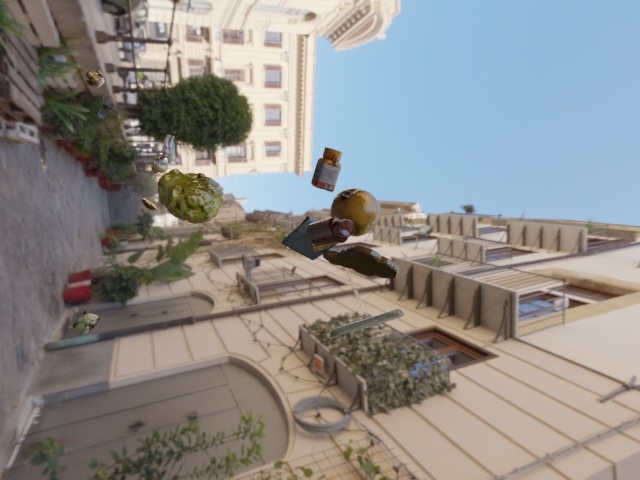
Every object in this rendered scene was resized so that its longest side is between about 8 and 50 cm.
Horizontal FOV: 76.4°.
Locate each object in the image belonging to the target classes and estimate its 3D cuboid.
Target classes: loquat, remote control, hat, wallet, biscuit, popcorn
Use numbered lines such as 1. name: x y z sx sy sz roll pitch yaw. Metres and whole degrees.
1. loquat: 0.140 -0.117 1.656 0.208 0.208 0.207 173 -90 -67
2. remote control: 0.182 0.326 1.601 0.090 0.310 0.038 122 -47 -69
3. hat: -0.861 0.300 1.488 0.077 0.059 0.076 -51 -175 9
4. wallet: -0.054 -0.006 2.390 0.290 0.251 0.054 -36 -149 40
5. biscuit: 0.156 0.080 1.623 0.320 0.047 0.183 3 -38 35
6. popcorn: -0.474 -0.155 1.483 0.266 0.233 0.192 42 -58 58

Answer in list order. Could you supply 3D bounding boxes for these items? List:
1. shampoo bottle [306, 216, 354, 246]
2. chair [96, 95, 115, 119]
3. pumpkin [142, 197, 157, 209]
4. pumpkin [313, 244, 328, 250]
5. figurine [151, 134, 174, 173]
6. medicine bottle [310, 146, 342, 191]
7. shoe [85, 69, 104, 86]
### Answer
1. shampoo bottle: 0.035 -0.031 1.468 0.102 0.064 0.260 59 -23 -8
2. chair: -0.808 -0.499 1.537 0.037 0.042 0.086 45 60 -79
3. pumpkin: -0.759 -0.157 1.789 0.050 0.028 0.083 44 -5 40
4. pumpkin: 0.000 0.000 1.747 0.054 0.074 0.083 -111 -172 -59
5. figurine: -0.697 -0.380 1.806 0.083 0.083 0.187 43 -65 57
6. medicine bottle: 0.039 -0.386 2.205 0.149 0.112 0.221 -136 -118 -68
7. shoe: -0.965 -0.695 1.742 0.069 0.072 0.109 50 12 -34
